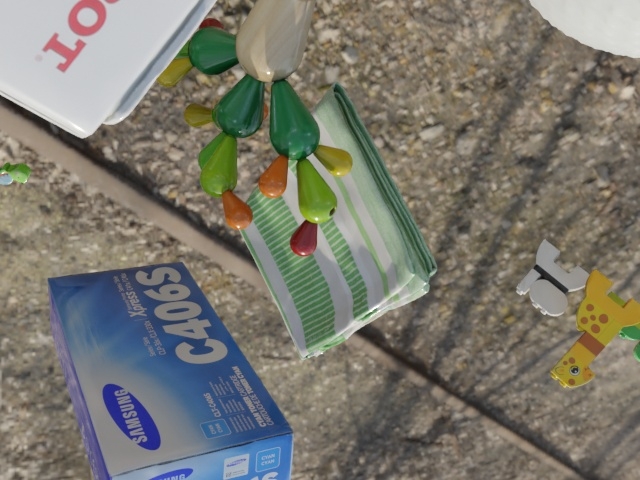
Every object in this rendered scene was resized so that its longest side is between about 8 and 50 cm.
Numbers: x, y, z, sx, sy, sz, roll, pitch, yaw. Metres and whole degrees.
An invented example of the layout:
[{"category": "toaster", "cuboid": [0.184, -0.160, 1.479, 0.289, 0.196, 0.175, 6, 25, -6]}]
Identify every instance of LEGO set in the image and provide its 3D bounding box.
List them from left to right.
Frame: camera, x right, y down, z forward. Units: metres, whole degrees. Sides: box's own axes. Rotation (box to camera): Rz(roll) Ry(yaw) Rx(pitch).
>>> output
[{"category": "LEGO set", "cuboid": [0.253, 0.102, 0.666, 0.093, 0.227, 0.087, -49, 163, 3]}]

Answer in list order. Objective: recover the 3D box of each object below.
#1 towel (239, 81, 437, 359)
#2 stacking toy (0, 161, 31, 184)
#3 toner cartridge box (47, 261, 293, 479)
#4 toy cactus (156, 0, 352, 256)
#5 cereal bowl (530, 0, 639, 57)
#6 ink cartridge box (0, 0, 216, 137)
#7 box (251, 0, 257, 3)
[{"category": "towel", "cuboid": [0.000, 0.000, 0.947, 0.038, 0.248, 0.325, -19, 167, -31]}, {"category": "stacking toy", "cuboid": [-0.478, -0.003, 1.014, 0.221, 0.167, 0.052, -26, 124, 22]}, {"category": "toner cartridge box", "cuboid": [-0.171, 0.137, 0.799, 0.165, 0.348, 0.075, -8, 118, -25]}, {"category": "toy cactus", "cuboid": [-0.043, -0.112, 0.588, 0.112, 0.219, 0.180, -10, 145, -38]}, {"category": "cereal bowl", "cuboid": [0.271, -0.184, 0.408, 0.338, 0.339, 0.141, -22, 110, 8]}, {"category": "ink cartridge box", "cuboid": [-0.188, -0.271, 0.326, 0.285, 0.166, 0.395, -47, 133, 11]}, {"category": "box", "cuboid": [-0.067, -0.366, 1.122, 0.052, 0.083, 0.062, -56, 179, -12]}]
